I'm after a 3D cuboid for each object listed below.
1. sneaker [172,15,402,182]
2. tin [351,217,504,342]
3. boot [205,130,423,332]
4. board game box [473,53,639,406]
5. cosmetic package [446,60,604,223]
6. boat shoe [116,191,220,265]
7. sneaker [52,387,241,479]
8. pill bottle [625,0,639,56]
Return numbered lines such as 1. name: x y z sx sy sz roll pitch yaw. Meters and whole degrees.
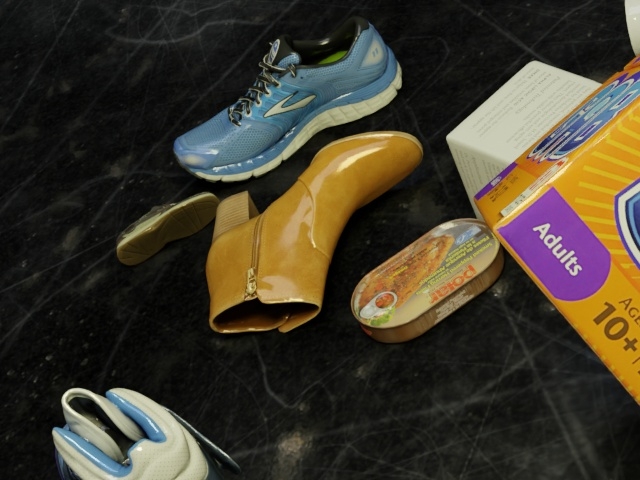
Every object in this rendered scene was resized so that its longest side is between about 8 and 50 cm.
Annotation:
1. sneaker: -0.059 -0.201 1.886 0.330 0.147 0.130 -31 39 -4
2. tin: 0.124 0.046 1.595 0.189 0.040 0.106 -34 35 -8
3. boot: -0.001 0.000 1.680 0.295 0.104 0.211 -21 44 14
4. board game box: 0.371 -0.003 1.090 0.356 0.356 0.356 -41 2 6
5. cosmetic package: 0.270 -0.080 1.562 0.151 0.151 0.183 -42 42 -19
6. boat shoe: -0.205 -0.026 1.844 0.152 0.056 0.049 -28 44 -2
7. sneaker: -0.213 0.203 1.447 0.130 0.236 0.322 -41 41 -17
8. pill bottle: 0.470 -0.280 1.708 0.180 0.108 0.108 -9 42 21
